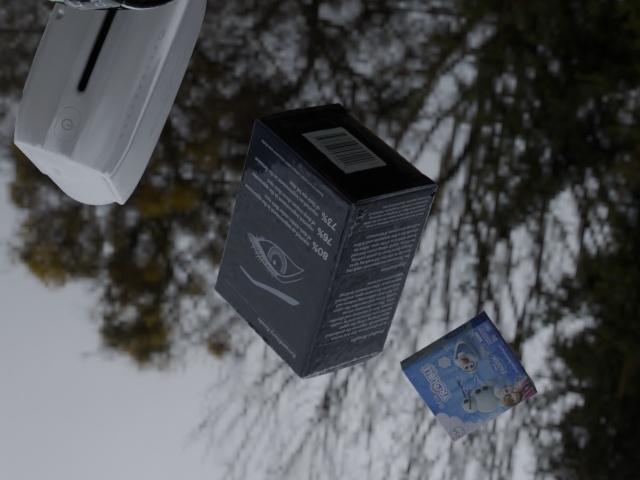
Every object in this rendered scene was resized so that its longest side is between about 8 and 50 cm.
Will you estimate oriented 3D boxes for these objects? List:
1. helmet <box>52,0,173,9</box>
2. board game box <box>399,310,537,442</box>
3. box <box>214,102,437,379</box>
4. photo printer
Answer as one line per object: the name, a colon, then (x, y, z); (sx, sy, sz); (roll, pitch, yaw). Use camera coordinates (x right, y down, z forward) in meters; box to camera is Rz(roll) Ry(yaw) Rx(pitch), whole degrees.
helmet: (-0.147, -0.235, 0.934); (0.161, 0.169, 0.169); (32, -146, 32)
board game box: (0.132, 0.122, 1.305); (0.090, 0.090, 0.020); (-32, -159, 10)
box: (0.000, 0.000, 1.389); (0.108, 0.207, 0.153); (-14, -136, -38)
photo printer: (-0.187, -0.167, 1.351); (0.107, 0.256, 0.307); (22, 174, -3)
